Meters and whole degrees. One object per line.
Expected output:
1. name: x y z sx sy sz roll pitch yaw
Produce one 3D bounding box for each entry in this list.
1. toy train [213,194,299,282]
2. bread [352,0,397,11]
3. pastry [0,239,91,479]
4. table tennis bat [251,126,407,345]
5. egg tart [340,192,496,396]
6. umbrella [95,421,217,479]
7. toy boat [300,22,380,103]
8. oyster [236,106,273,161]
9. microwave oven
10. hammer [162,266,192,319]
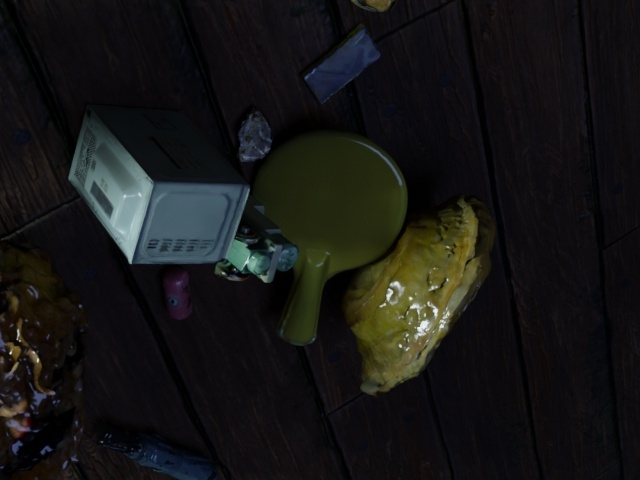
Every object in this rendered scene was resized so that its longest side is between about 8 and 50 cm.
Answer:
1. toy train: -0.110 -0.010 1.721 0.125 0.194 0.080 -4 120 -41
2. bread: 0.079 -0.360 1.694 0.072 0.053 0.106 12 113 -15
3. pastry: -0.446 0.188 1.566 0.405 0.292 0.337 -57 146 1
4. table tennis bat: 0.000 0.000 1.850 0.224 0.054 0.368 10 121 -4
5. egg tart: 0.130 0.064 1.897 0.129 0.341 0.341 30 103 -17
6. umbrella: -0.251 0.332 1.974 0.250 0.052 0.053 35 54 -44
7. toy boat: 0.029 -0.247 1.766 0.115 0.016 0.063 -39 136 -3
8. oyster: -0.093 -0.148 1.752 0.054 0.019 0.083 -16 131 -24
9. microwave oven: -0.209 -0.069 1.592 0.162 0.208 0.122 0 122 -35
10. hammer: -0.207 0.077 1.824 0.043 0.043 0.083 -20 132 -23
